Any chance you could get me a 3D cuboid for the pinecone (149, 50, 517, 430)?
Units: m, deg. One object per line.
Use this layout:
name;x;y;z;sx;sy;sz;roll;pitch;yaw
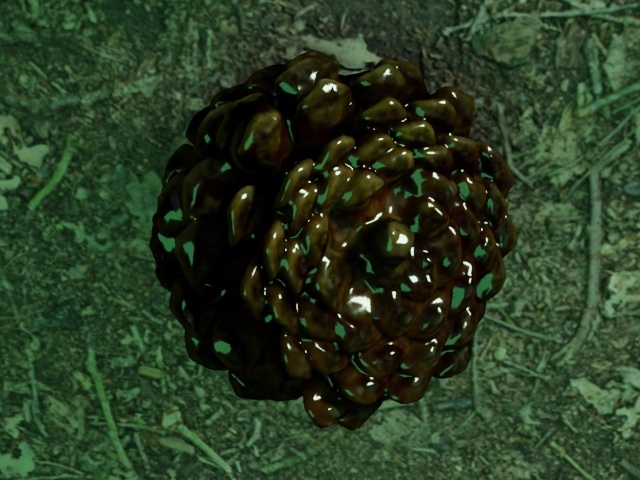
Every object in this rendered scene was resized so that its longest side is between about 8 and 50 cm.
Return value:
pinecone;0.000;0.000;1.855;0.397;0.398;0.398;4;121;7
